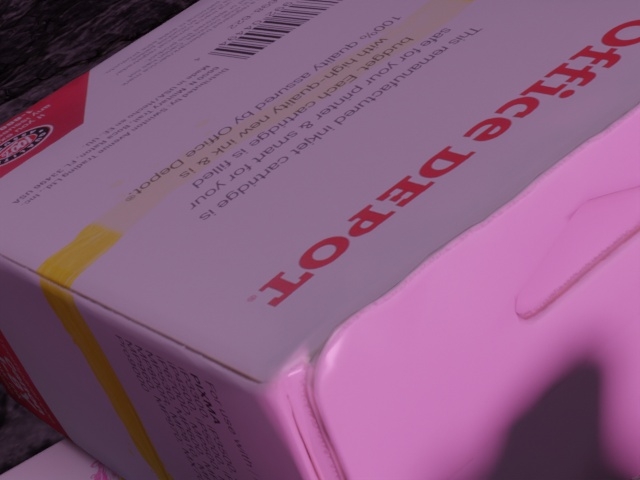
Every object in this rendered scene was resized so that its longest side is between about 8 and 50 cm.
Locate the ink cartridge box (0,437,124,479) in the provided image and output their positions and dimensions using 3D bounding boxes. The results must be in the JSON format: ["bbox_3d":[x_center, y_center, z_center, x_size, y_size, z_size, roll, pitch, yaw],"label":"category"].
[{"bbox_3d":[-0.050,0.168,0.695,0.354,0.119,0.207,-30,31,-10],"label":"ink cartridge box"}]

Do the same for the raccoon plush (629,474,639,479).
[{"bbox_3d":[0.000,0.189,0.413,0.447,0.216,0.299,8,50,11],"label":"raccoon plush"}]

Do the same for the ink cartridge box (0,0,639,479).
[{"bbox_3d":[0.000,0.000,0.644,0.279,0.160,0.385,-36,30,-24],"label":"ink cartridge box"}]
